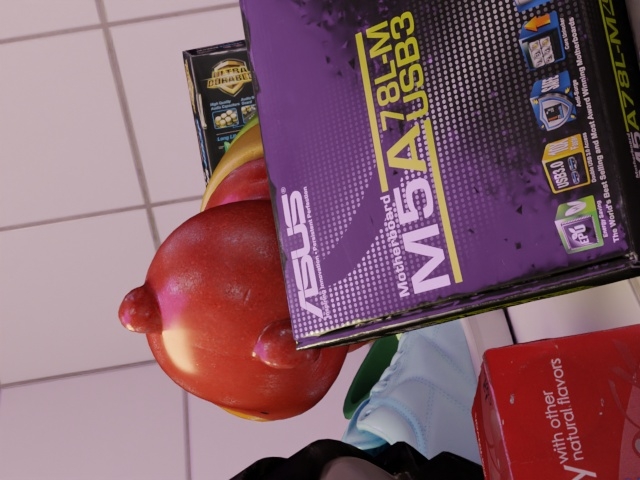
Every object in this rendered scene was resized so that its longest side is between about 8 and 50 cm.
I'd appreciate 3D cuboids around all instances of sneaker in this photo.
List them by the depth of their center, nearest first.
[{"bbox_3d":[0.078,0.128,1.050,0.366,0.150,0.135,-101,3,-64],"label":"sneaker"}]

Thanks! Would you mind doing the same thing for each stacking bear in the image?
[{"bbox_3d":[0.000,0.000,0.777,0.289,0.175,0.164,-46,-31,-56],"label":"stacking bear"}]

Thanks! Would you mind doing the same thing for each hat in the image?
[{"bbox_3d":[0.143,0.191,1.640,0.208,0.183,0.173,-58,6,-5],"label":"hat"}]

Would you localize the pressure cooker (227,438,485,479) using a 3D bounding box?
[{"bbox_3d":[-0.005,0.317,0.723,0.370,0.420,0.375,55,-170,14],"label":"pressure cooker"}]

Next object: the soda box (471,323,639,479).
[{"bbox_3d":[0.121,0.163,0.471,0.083,0.092,0.263,82,179,-68],"label":"soda box"}]

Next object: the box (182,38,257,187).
[{"bbox_3d":[0.003,-0.097,1.195,0.051,0.220,0.175,-131,30,-70],"label":"box"}]

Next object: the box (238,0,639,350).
[{"bbox_3d":[0.050,-0.060,0.600,0.045,0.184,0.190,0,-103,-50],"label":"box"}]
